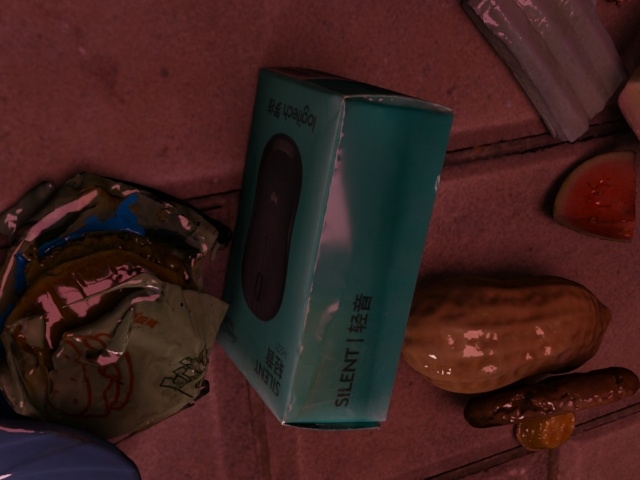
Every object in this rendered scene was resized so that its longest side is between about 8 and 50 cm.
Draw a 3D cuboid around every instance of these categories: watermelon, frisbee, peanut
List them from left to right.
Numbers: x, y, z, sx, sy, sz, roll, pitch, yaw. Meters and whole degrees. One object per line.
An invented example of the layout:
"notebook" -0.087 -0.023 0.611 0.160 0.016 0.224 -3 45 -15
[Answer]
"frisbee" -0.308 0.249 0.735 0.289 0.049 0.290 -9 141 -7
"peanut" 0.229 0.106 0.977 0.305 0.147 0.147 -5 110 -23
"watermelon" 0.352 -0.037 1.010 0.135 0.094 0.125 -14 121 -16

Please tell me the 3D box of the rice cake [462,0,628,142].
"rice cake" 0.262 -0.232 0.926 0.237 0.043 0.127 42 86 -31

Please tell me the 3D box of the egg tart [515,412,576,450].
"egg tart" 0.320 0.253 1.127 0.105 0.039 0.105 -10 113 -24

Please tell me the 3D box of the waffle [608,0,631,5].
"waffle" 0.352 -0.318 0.949 0.083 0.029 0.075 40 89 -33

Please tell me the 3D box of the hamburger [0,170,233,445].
"hamburger" -0.197 0.082 0.753 0.260 0.150 0.276 3 105 -28

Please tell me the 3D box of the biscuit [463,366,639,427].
"biscuit" 0.280 0.191 0.997 0.225 0.226 0.042 -8 77 -23

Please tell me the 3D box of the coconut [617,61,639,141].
"coconut" 0.481 -0.173 0.951 0.233 0.233 0.245 31 92 -31

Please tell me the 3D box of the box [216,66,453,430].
"box" 0.000 0.000 0.788 0.118 0.205 0.312 4 106 -25
